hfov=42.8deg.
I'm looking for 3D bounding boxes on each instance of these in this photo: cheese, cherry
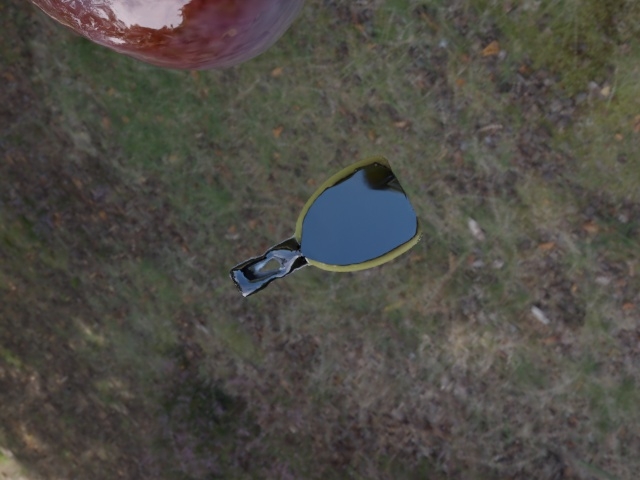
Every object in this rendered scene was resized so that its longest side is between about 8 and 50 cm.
[{"bbox_3d":[0.000,0.000,0.682,0.086,0.162,0.036,61,178,-10],"label":"cheese"},{"bbox_3d":[-0.081,-0.217,0.472,0.206,0.239,0.239,33,149,-2],"label":"cherry"}]
